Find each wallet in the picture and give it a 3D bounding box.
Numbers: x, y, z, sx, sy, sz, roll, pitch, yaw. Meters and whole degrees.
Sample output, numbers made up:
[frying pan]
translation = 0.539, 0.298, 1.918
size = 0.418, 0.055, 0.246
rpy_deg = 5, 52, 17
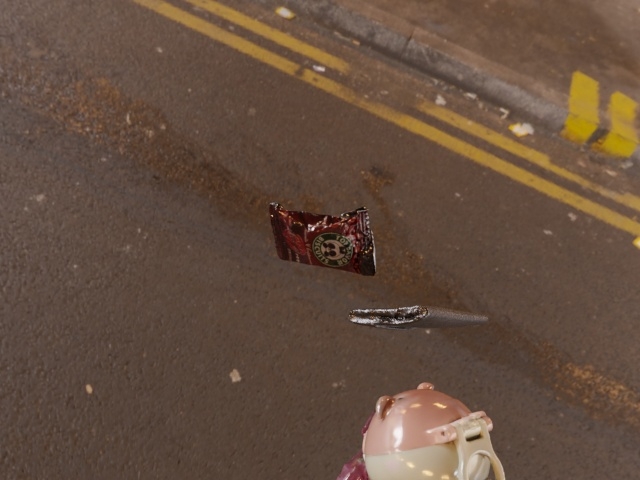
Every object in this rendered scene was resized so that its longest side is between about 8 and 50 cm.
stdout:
[wallet]
translation = 0.208, 0.162, 1.172
size = 0.321, 0.170, 0.044
rpy_deg = 15, 72, -53

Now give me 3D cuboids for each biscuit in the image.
[biscuit]
translation = -0.001, -0.006, 1.170
size = 0.235, 0.151, 0.063
rpy_deg = 6, 40, 22

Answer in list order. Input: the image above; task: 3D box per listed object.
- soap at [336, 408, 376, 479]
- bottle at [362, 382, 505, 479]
[soap]
translation = 0.085, 0.306, 0.723
size = 0.112, 0.289, 0.182
rpy_deg = 27, 84, 15
[bottle]
translation = 0.109, 0.249, 0.517
size = 0.147, 0.147, 0.237
rpy_deg = -3, 70, -24
